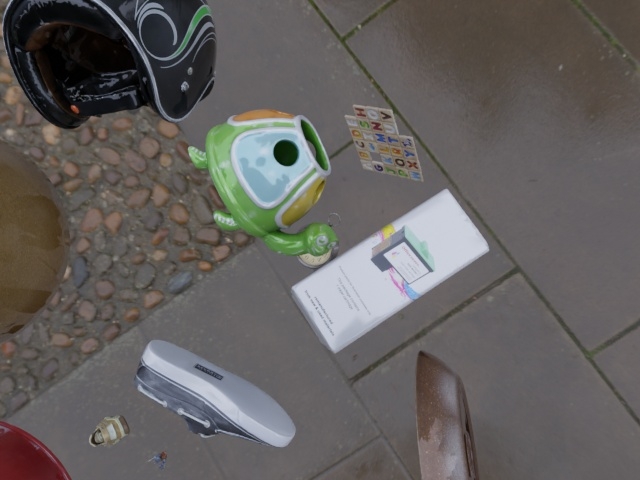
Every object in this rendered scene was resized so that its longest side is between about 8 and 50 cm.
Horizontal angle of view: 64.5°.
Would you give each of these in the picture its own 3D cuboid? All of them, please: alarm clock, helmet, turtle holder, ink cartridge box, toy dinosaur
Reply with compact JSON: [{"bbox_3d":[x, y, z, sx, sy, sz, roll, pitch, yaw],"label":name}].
[{"bbox_3d":[0.000,0.000,1.474,0.129,0.064,0.192,41,114,15],"label":"alarm clock"},{"bbox_3d":[-0.171,-0.180,0.449,0.169,0.169,0.161,4,41,11],"label":"helmet"},{"bbox_3d":[-0.098,-0.121,1.054,0.227,0.243,0.320,-23,70,18],"label":"turtle holder"},{"bbox_3d":[0.097,0.052,0.816,0.278,0.201,0.117,-32,85,-8],"label":"ink cartridge box"},{"bbox_3d":[-0.470,0.652,1.522,0.090,0.082,0.047,-42,98,7],"label":"toy dinosaur"}]

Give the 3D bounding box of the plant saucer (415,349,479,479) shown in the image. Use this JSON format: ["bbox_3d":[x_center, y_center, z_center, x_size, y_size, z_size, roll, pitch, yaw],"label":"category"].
[{"bbox_3d":[0.124,0.201,0.475,0.036,0.198,0.198,-9,83,17],"label":"plant saucer"}]

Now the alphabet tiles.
[{"bbox_3d":[0.166,-0.259,1.352,0.198,0.237,0.009,19,62,36],"label":"alphabet tiles"}]

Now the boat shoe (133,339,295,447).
[{"bbox_3d":[-0.190,0.288,0.879,0.301,0.108,0.102,27,97,6],"label":"boat shoe"}]

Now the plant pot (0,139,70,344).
[{"bbox_3d":[-0.343,-0.002,0.386,0.237,0.254,0.237,1,88,-17],"label":"plant pot"}]

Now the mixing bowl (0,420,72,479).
[{"bbox_3d":[-0.233,0.187,0.266,0.181,0.098,0.181,3,71,-8],"label":"mixing bowl"}]

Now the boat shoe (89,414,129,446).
[{"bbox_3d":[-0.523,0.466,1.225,0.068,0.072,0.190,58,139,9],"label":"boat shoe"}]
